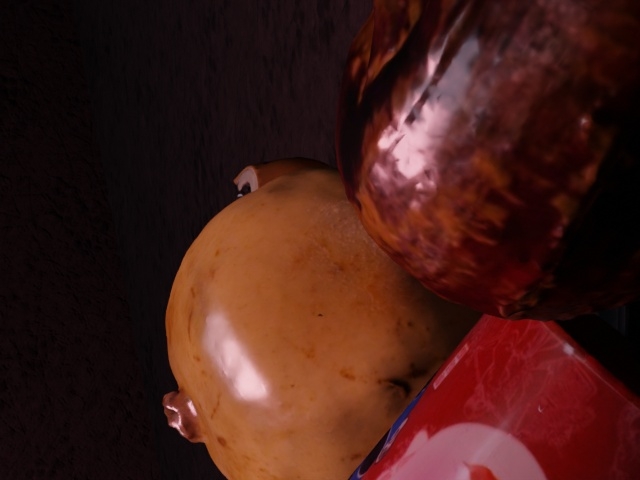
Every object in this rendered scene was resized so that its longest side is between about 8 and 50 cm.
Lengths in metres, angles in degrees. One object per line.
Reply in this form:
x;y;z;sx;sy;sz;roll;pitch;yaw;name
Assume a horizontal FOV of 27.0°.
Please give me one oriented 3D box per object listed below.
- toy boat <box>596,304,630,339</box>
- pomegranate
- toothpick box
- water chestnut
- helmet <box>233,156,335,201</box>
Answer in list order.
0.206;0.035;1.009;0.060;0.055;0.141;-66;-26;-79;toy boat
0.005;0.100;1.234;0.332;0.332;0.333;174;90;-72;pomegranate
0.105;0.210;0.889;0.333;0.204;0.204;-52;31;10;toothpick box
0.123;-0.137;0.769;0.350;0.302;0.350;-62;5;10;water chestnut
0.000;0.000;1.496;0.224;0.130;0.198;62;-174;-29;helmet
